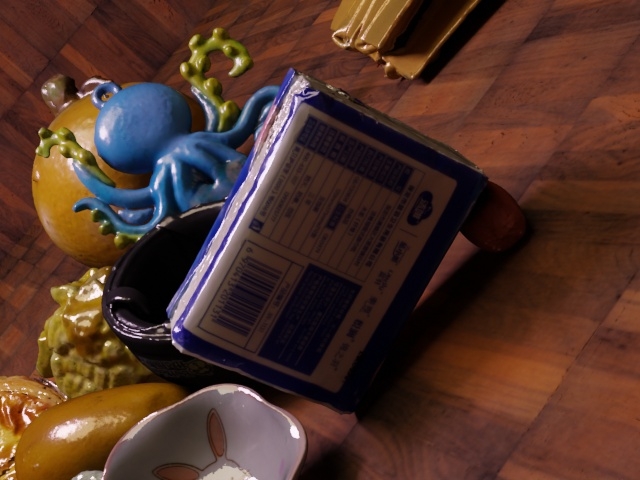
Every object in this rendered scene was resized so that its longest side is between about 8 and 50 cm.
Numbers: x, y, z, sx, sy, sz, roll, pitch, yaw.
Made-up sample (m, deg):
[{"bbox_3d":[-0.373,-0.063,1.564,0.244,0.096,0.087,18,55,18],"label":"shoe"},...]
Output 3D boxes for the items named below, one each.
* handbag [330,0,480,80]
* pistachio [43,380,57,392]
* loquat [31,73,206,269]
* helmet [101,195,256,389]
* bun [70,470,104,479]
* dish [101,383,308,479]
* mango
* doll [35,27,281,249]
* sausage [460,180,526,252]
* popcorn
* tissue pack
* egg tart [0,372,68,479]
[{"bbox_3d":[0.142,-0.379,1.799,0.283,0.133,0.401,-52,18,6],"label":"handbag"},{"bbox_3d":[-0.455,0.292,1.855,0.108,0.126,0.185,35,78,29],"label":"pistachio"},{"bbox_3d":[-0.316,-0.119,1.953,0.328,0.359,0.328,-40,5,4],"label":"loquat"},{"bbox_3d":[-0.100,0.075,1.376,0.278,0.160,0.231,5,46,30],"label":"helmet"},{"bbox_3d":[-0.212,0.304,1.240,0.212,0.126,0.204,-45,21,8],"label":"bun"},{"bbox_3d":[-0.102,0.245,1.123,0.229,0.081,0.229,-17,42,16],"label":"dish"},{"bbox_3d":[-0.246,0.236,1.395,0.254,0.139,0.175,-29,-4,38],"label":"mango"},{"bbox_3d":[-0.192,-0.124,1.753,0.346,0.341,0.099,-46,-8,-14],"label":"doll"},{"bbox_3d":[0.159,-0.022,1.157,0.059,0.054,0.094,-53,20,8],"label":"sausage"},{"bbox_3d":[-0.249,0.115,1.545,0.235,0.217,0.181,0,24,23],"label":"popcorn"},{"bbox_3d":[0.000,0.000,1.137,0.270,0.209,0.137,-62,25,12],"label":"tissue pack"},{"bbox_3d":[-0.463,0.318,1.716,0.297,0.132,0.297,-7,48,8],"label":"egg tart"}]
